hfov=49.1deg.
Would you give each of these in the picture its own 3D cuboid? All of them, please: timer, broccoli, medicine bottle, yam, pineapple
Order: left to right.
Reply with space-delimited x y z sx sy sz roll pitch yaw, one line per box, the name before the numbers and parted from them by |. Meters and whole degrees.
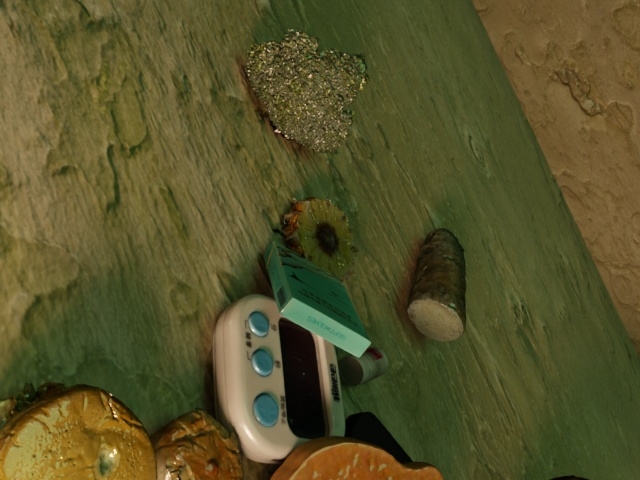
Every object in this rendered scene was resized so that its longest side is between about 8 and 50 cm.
timer | -0.067 0.224 1.110 0.237 0.087 0.262 25 47 -43
pineapple | 0.000 0.000 1.384 0.221 0.047 0.221 29 48 -38
broccoli | 0.015 -0.332 1.518 0.252 0.221 0.361 34 27 22
medicine bottle | 0.082 0.237 1.323 0.091 0.058 0.058 -8 75 -54
yam | 0.273 0.087 1.616 0.133 0.133 0.330 47 34 -23

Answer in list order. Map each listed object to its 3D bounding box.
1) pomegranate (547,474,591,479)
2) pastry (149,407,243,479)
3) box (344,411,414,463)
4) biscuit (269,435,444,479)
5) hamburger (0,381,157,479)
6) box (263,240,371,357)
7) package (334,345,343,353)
pomegranate | 0.548 0.642 1.457 0.322 0.322 0.322 31 46 -38
pastry | -0.168 0.303 0.936 0.153 0.081 0.153 40 31 -29
box | 0.098 0.475 1.176 0.289 0.073 0.290 52 36 -15
biscuit | 0.050 0.488 1.014 0.365 0.062 0.385 17 72 -26
hamburger | -0.287 0.267 0.771 0.215 0.122 0.189 47 44 -28
box | -0.012 0.095 1.195 0.162 0.041 0.229 32 13 -22
package | 0.038 0.168 1.349 0.037 0.015 0.110 39 39 -22
